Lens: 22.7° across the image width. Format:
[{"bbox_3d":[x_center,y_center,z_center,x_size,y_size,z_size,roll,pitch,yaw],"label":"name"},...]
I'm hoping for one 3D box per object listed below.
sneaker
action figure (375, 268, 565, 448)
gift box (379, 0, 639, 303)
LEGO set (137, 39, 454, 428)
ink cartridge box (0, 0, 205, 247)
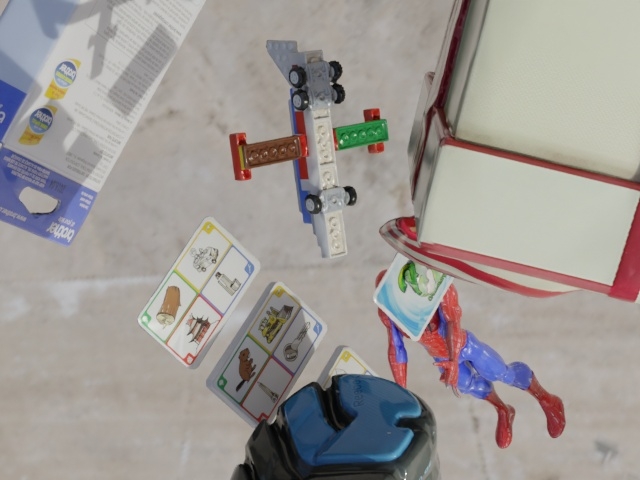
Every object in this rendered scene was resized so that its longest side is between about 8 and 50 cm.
[{"bbox_3d":[-0.046,0.222,0.806,0.125,0.341,0.139,24,143,42],"label":"sneaker"},{"bbox_3d":[0.128,0.134,1.468,0.091,0.139,0.280,-19,134,30],"label":"action figure"},{"bbox_3d":[0.180,-0.085,0.734,0.255,0.276,0.258,15,102,4],"label":"gift box"},{"bbox_3d":[0.000,0.000,0.971,0.060,0.244,0.182,4,147,51],"label":"LEGO set"},{"bbox_3d":[-0.169,-0.154,1.194,0.065,0.186,0.311,26,88,17],"label":"ink cartridge box"}]
